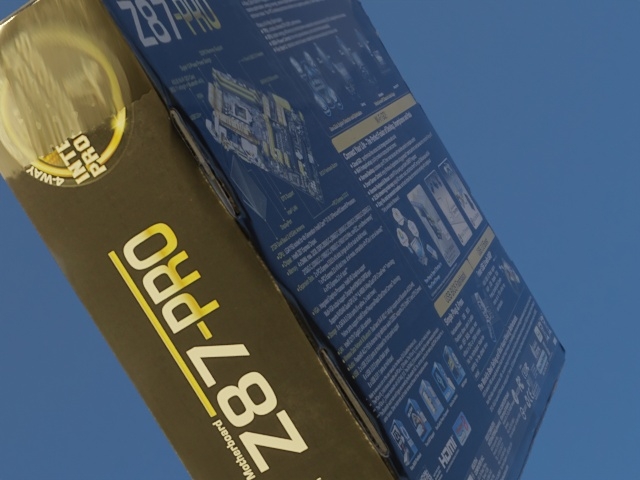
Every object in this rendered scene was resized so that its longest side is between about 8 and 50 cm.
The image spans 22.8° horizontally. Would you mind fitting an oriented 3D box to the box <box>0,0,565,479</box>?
[{"bbox_3d":[0.000,0.000,0.847,0.097,0.395,0.318,-29,-86,19],"label":"box"}]
